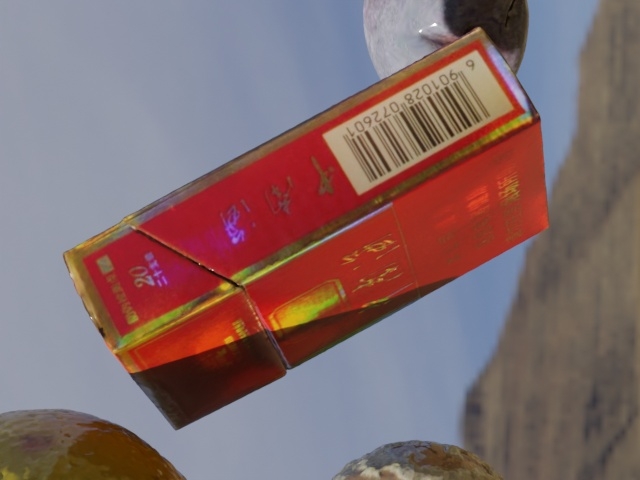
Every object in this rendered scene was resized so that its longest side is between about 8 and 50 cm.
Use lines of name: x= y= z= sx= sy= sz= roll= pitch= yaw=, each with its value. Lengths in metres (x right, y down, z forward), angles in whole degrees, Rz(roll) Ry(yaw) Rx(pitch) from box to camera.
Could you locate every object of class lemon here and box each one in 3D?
lemon: x=-0.179 y=0.223 z=1.276 sx=0.253 sy=0.228 sz=0.228 roll=-18 pitch=63 yaw=56

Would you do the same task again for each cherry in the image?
cherry: x=0.119 y=-0.199 z=1.869 sx=0.176 sy=0.140 sz=0.176 roll=-7 pitch=82 yaw=58

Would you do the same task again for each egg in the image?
egg: x=0.098 y=0.319 z=2.146 sx=0.195 sy=0.233 sz=0.195 roll=57 pitch=161 yaw=32

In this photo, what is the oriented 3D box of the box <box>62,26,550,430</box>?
box: x=0.001 y=0.000 z=1.320 sx=0.089 sy=0.313 sz=0.197 roll=61 pitch=177 yaw=21
